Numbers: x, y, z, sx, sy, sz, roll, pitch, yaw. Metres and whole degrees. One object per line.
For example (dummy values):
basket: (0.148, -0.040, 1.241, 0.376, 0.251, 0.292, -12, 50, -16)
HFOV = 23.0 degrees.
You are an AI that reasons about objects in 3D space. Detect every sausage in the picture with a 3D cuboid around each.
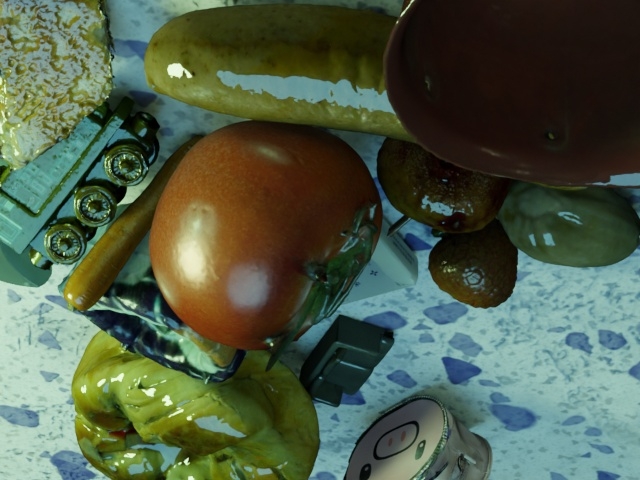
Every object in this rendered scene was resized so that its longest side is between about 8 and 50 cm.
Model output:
sausage: (0.071, -0.160, 1.598, 0.501, 0.123, 0.136, 12, 114, -1)

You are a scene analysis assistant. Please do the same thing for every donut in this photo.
donut: (-0.168, 0.243, 2.091, 0.360, 0.170, 0.360, 15, 145, 10)

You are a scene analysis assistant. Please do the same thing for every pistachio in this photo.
pistachio: (0.280, -0.021, 1.758, 0.185, 0.108, 0.126, 16, 165, -21)

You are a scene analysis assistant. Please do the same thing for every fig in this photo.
fig: (0.133, -0.058, 1.739, 0.146, 0.134, 0.201, 36, 161, 11)

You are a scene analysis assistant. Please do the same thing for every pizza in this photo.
pizza: (-0.285, -0.189, 1.646, 0.147, 0.069, 0.226, -8, 117, -2)

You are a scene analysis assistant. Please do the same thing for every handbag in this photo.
handbag: (0.129, 0.309, 2.146, 0.205, 0.179, 0.116, -27, 123, 35)

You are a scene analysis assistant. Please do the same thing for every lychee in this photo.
lychee: (0.179, 0.010, 1.826, 0.101, 0.140, 0.114, -2, 163, -45)

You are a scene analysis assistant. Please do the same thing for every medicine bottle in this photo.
medicine bottle: (0.000, 0.000, 1.876, 0.171, 0.052, 0.201, -15, 138, 28)

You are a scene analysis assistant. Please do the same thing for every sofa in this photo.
sofa: (0.033, 0.167, 2.072, 0.085, 0.060, 0.147, 18, 140, -13)

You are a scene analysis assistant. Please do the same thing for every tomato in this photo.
tomato: (-0.056, -0.007, 1.665, 0.224, 0.256, 0.256, 31, 146, 18)

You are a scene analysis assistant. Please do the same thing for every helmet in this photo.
helmet: (0.242, -0.225, 1.405, 0.385, 0.230, 0.337, 16, 144, -24)

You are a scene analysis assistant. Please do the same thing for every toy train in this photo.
toy train: (-0.280, -0.074, 1.756, 0.137, 0.090, 0.225, 37, 108, -10)

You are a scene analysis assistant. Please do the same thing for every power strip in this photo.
power strip: (-0.389, -0.030, 1.906, 0.167, 0.054, 0.253, 19, 140, -10)

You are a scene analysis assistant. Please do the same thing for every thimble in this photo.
thimble: (-0.179, 0.059, 1.863, 0.237, 0.150, 0.237, 23, 159, 9)

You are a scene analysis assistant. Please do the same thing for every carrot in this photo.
carrot: (-0.206, -0.021, 1.765, 0.043, 0.248, 0.043, 35, 168, 8)
